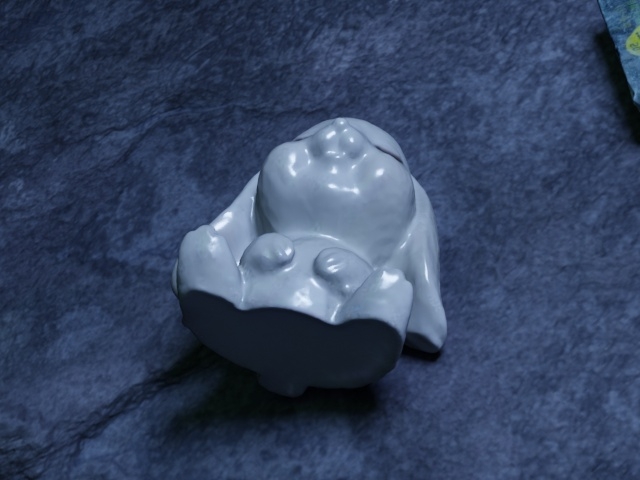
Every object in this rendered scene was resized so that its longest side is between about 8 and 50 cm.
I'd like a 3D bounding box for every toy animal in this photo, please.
[{"bbox_3d":[0.000,0.000,1.376,0.272,0.206,0.265,8,52,9],"label":"toy animal"}]

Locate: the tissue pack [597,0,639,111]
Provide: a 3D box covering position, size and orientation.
[{"bbox_3d":[0.413,-0.225,1.381,0.257,0.081,0.185,-23,44,16],"label":"tissue pack"}]
